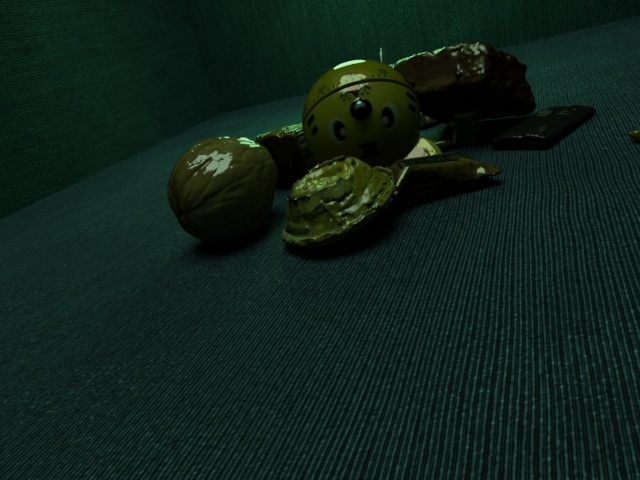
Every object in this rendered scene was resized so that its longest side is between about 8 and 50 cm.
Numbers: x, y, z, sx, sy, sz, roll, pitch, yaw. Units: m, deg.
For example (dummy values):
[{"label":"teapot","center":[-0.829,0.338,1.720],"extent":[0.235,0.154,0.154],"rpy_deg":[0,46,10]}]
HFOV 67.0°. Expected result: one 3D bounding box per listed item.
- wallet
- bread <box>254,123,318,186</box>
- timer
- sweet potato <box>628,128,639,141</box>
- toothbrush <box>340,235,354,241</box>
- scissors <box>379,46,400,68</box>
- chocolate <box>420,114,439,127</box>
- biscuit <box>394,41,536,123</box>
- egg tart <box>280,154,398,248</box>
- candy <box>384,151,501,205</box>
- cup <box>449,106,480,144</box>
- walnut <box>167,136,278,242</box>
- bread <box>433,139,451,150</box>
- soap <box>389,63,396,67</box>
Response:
[{"label":"wallet","center":[0.645,-0.336,1.397],"extent":[0.321,0.044,0.170],"rpy_deg":[-32,25,-33]},{"label":"bread","center":[-0.101,-0.270,1.561],"extent":[0.210,0.192,0.110],"rpy_deg":[5,33,39]},{"label":"timer","center":[0.125,-0.302,1.362],"extent":[0.376,0.376,0.387],"rpy_deg":[-13,66,7]},{"label":"sweet potato","center":[0.764,-0.244,1.124],"extent":[0.034,0.034,0.095],"rpy_deg":[-27,24,-23]},{"label":"toothbrush","center":[0.000,0.000,1.112],"extent":[0.167,0.011,0.014],"rpy_deg":[-5,34,26]},{"label":"scissors","center":[0.246,-0.578,1.820],"extent":[0.029,0.256,0.383],"rpy_deg":[137,147,-57]},{"label":"chocolate","center":[0.369,-0.511,1.925],"extent":[0.185,0.100,0.303],"rpy_deg":[-28,22,-19]},{"label":"biscuit","center":[0.456,-0.494,1.542],"extent":[0.342,0.166,0.395],"rpy_deg":[1,-1,42]},{"label":"egg tart","center":[0.024,-0.105,1.117],"extent":[0.315,0.120,0.315],"rpy_deg":[-26,23,12]},{"label":"candy","center":[0.287,-0.160,1.179],"extent":[0.271,0.101,0.143],"rpy_deg":[-13,28,-4]},{"label":"cup","center":[0.447,-0.345,1.480],"extent":[0.074,0.099,0.102],"rpy_deg":[-1,28,33]},{"label":"walnut","center":[-0.250,-0.142,1.282],"extent":[0.252,0.277,0.313],"rpy_deg":[36,52,14]},{"label":"bread","center":[0.362,-0.293,1.505],"extent":[0.088,0.034,0.049],"rpy_deg":[-6,10,13]},{"label":"soap","center":[0.460,-0.702,2.107],"extent":[0.261,0.156,0.446],"rpy_deg":[0,17,33]}]
